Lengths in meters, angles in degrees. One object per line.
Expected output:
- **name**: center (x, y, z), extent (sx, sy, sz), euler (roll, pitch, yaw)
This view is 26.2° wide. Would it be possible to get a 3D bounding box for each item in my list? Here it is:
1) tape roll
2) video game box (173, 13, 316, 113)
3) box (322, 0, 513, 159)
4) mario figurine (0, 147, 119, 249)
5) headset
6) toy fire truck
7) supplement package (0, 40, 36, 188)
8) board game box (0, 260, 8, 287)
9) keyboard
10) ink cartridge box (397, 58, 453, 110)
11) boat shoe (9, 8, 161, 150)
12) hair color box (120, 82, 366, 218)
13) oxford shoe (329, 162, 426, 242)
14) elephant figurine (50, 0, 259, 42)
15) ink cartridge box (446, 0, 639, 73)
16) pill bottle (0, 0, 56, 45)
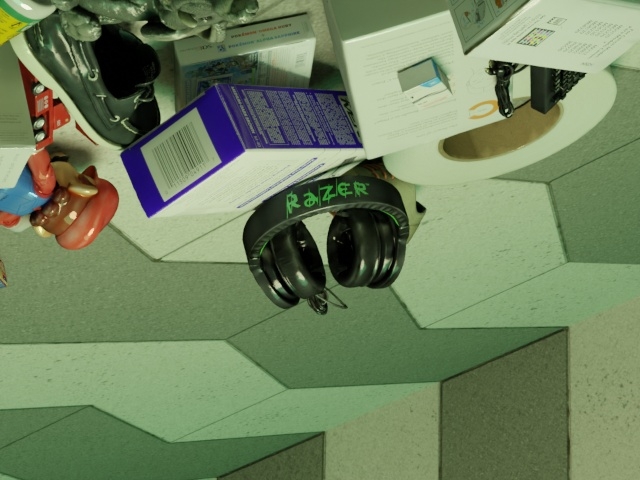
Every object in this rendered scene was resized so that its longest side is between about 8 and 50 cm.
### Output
- **tape roll**: center (0.276, -0.205, 2.181), extent (0.392, 0.072, 0.392), euler (-14, 160, -5)
- **video game box**: center (-0.108, -0.224, 1.889), extent (0.187, 0.048, 0.205), euler (-15, 159, -12)
- **box**: center (0.124, -0.271, 1.770), extent (0.215, 0.168, 0.345), euler (-17, 158, 1)
- **mario figurine**: center (-0.426, -0.097, 1.933), extent (0.320, 0.170, 0.198), euler (20, 174, -42)
- **headset**: center (0.000, 0.000, 2.095), extent (0.243, 0.185, 0.394), euler (-11, 152, -8)
- **toy fire truck**: center (-0.333, -0.185, 1.791), extent (0.135, 0.047, 0.192), euler (-35, 154, -32)
- **supplement package**: center (-0.415, -0.162, 1.635), extent (0.105, 0.179, 0.105), euler (-4, 156, -29)
- **board game box**: center (-0.599, 0.042, 2.201), extent (0.146, 0.045, 0.193), euler (-15, 159, -3)
- **keyboard**: center (0.294, -0.240, 1.763), extent (0.201, 0.033, 0.317), euler (-39, 159, -6)
- **ink cartridge box**: center (0.133, -0.189, 1.704), extent (0.048, 0.028, 0.083), euler (-23, 158, 16)
- **boat shoe**: center (-0.257, -0.213, 1.702), extent (0.113, 0.127, 0.340), euler (-10, 152, 17)
- **hair color box**: center (-0.089, -0.122, 1.874), extent (0.185, 0.110, 0.339), euler (-31, 166, 29)
- **oxford shoe**: center (0.070, -0.091, 2.291), extent (0.146, 0.140, 0.397), euler (-45, 154, -1)
- **elephant figurine**: center (-0.157, -0.273, 1.478), extent (0.239, 0.186, 0.169), euler (12, 146, 9)
- **ink cartridge box**: center (0.243, -0.345, 1.473), extent (0.271, 0.310, 0.130), euler (2, 153, -38)
- **pill bottle**: center (-0.398, -0.254, 1.507), extent (0.208, 0.118, 0.117), euler (-26, 157, 23)
